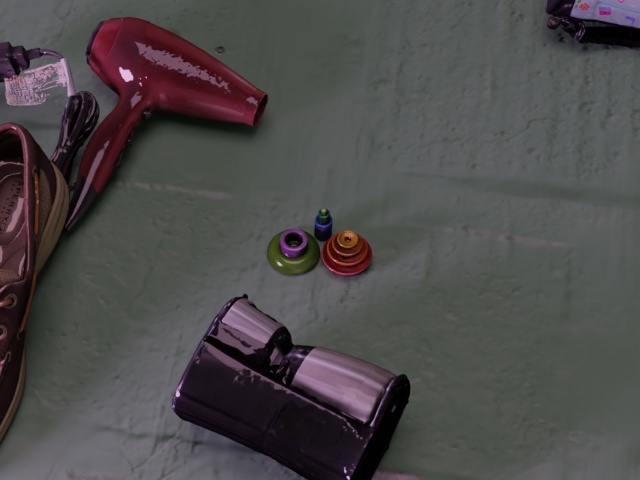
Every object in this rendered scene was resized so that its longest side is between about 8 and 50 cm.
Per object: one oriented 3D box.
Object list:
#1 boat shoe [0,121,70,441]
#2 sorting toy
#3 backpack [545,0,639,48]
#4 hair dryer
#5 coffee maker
[{"bbox_3d":[-0.315,0.051,1.521,0.123,0.123,0.342,13,65,8],"label":"boat shoe"},{"bbox_3d":[0.000,0.000,1.624,0.102,0.042,0.061,5,56,3],"label":"sorting toy"},{"bbox_3d":[0.338,-0.279,1.781,0.182,0.115,0.152,14,54,5],"label":"backpack"},{"bbox_3d":[-0.197,-0.119,1.701,0.294,0.080,0.223,-14,73,-4],"label":"hair dryer"},{"bbox_3d":[-0.036,0.155,1.470,0.178,0.120,0.171,24,59,15],"label":"coffee maker"}]
